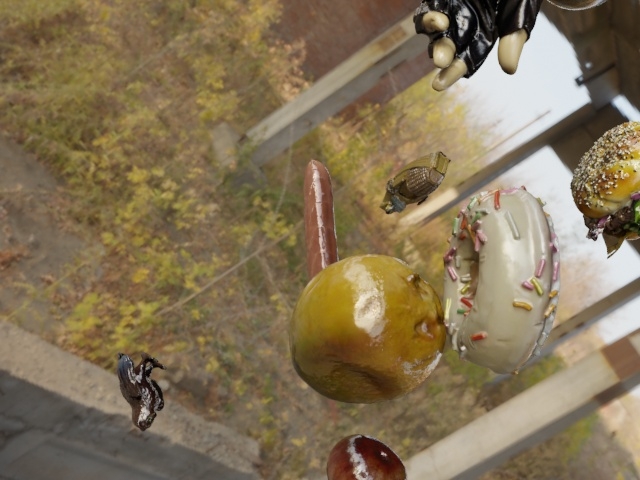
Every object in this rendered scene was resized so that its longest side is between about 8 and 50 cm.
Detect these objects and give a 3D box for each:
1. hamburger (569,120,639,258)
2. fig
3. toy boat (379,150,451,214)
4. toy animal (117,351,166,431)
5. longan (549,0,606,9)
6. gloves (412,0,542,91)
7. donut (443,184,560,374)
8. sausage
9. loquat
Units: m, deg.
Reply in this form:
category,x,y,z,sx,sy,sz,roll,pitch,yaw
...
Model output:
category,x,y,z,sx,sy,sz,roll,pitch,yaw
hamburger,0.375,-0.075,0.907,0.093,0.164,0.189,31,28,-9
fig,0.123,0.655,2.063,0.235,0.214,0.235,10,40,-9
toy boat,0.118,-0.070,0.962,0.047,0.049,0.149,33,-25,-10
toy animal,-0.440,0.362,1.784,0.218,0.116,0.179,76,18,-64
longan,0.436,-0.478,1.286,0.185,0.204,0.159,-68,145,-72
gloves,0.162,-0.259,0.822,0.164,0.203,0.124,29,1,7
donut,0.342,0.075,1.484,0.382,0.142,0.383,-174,-90,-82
sausage,0.002,-0.001,1.833,0.088,0.088,0.433,27,56,-69
loquat,0.084,0.162,1.370,0.276,0.284,0.276,25,46,-28
